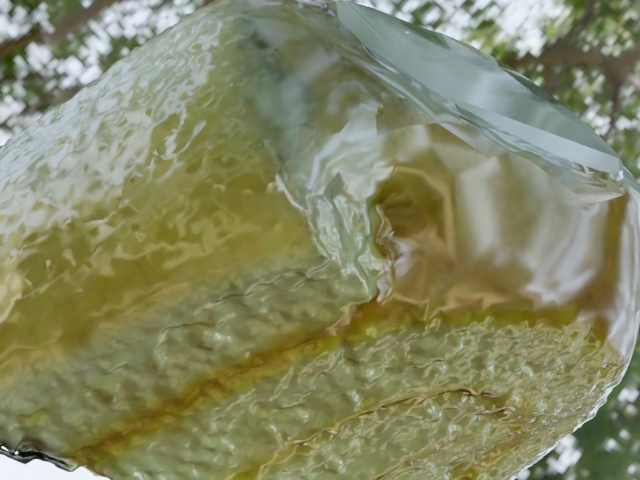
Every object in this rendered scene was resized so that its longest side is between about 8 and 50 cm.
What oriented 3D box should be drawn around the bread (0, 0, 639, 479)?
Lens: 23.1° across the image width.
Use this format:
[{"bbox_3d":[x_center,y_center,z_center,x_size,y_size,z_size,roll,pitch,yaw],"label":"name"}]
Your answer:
[{"bbox_3d":[-0.003,-0.004,0.881,0.264,0.395,0.239,-48,-130,28],"label":"bread"}]
